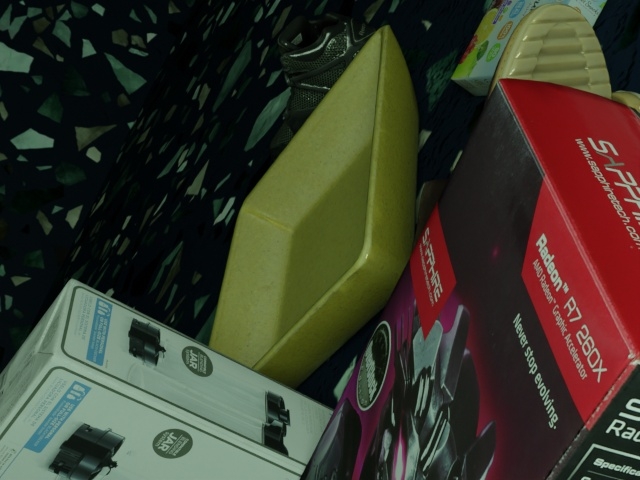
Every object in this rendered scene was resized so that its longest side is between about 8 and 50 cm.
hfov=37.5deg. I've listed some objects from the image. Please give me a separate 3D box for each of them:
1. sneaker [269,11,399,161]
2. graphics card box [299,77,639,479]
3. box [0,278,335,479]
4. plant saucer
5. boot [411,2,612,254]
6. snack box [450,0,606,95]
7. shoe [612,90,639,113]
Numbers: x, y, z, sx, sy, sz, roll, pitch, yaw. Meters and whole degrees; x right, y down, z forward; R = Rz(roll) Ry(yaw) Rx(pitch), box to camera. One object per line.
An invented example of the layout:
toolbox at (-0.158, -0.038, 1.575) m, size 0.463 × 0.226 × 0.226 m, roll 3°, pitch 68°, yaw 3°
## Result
sneaker at (-0.020, -0.191, 1.148) m, size 0.227 × 0.130 × 0.087 m, roll -44°, pitch 25°, yaw 41°
graphics card box at (0.080, 0.126, 0.511) m, size 0.233 × 0.094 × 0.371 m, roll -96°, pitch 24°, yaw -54°
box at (-0.107, 0.171, 0.720) m, size 0.169 × 0.290 × 0.087 m, roll -48°, pitch 26°, yaw 22°
plant saucer at (0.000, 0.000, 0.953) m, size 0.333 × 0.081 × 0.333 m, roll -48°, pitch 24°, yaw 42°
boot at (0.115, -0.039, 0.690) m, size 0.207 × 0.090 × 0.248 m, roll -156°, pitch 70°, yaw -72°
snack box at (0.188, -0.185, 0.864) m, size 0.100 × 0.037 × 0.141 m, roll -62°, pitch 22°, yaw -4°
shoe at (0.183, -0.061, 0.708) m, size 0.219 × 0.058 × 0.076 m, roll -14°, pitch 87°, yaw 65°
